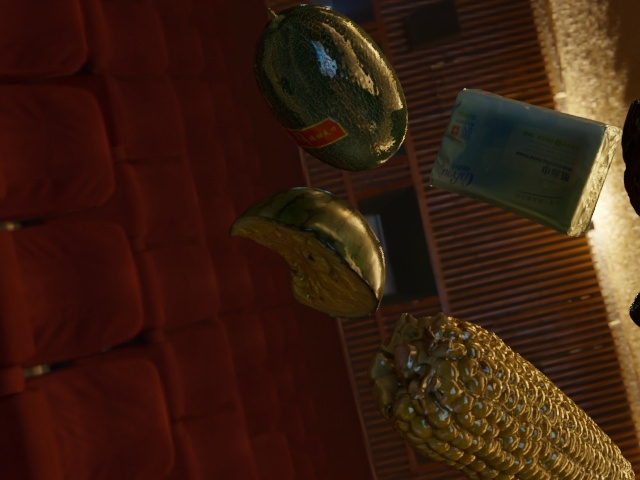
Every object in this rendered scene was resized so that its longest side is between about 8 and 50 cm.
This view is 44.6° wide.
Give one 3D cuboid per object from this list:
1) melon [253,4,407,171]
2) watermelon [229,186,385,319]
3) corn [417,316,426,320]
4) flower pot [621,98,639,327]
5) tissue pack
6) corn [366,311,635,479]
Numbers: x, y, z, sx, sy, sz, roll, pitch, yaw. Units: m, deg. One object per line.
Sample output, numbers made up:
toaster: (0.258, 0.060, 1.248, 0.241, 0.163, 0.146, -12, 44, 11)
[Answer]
melon: (0.011, -0.219, 1.110, 0.287, 0.182, 0.182, 49, 0, -31)
watermelon: (0.000, 0.000, 1.570, 0.331, 0.331, 0.189, 119, -4, -65)
corn: (0.199, 0.267, 1.614, 0.080, 0.080, 0.231, 107, 4, -58)
flower pot: (0.471, -0.020, 0.887, 0.266, 0.267, 0.267, -147, -122, -67)
tissue pack: (0.317, -0.130, 1.241, 0.263, 0.089, 0.177, 26, -75, 38)
corn: (0.136, 0.134, 0.544, 0.091, 0.260, 0.091, -33, -140, 30)
